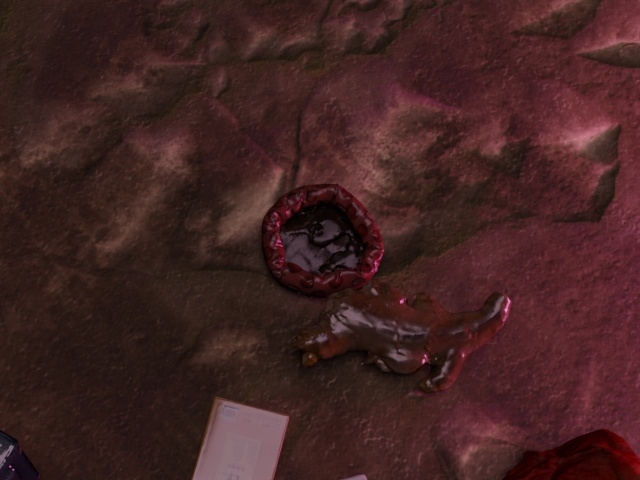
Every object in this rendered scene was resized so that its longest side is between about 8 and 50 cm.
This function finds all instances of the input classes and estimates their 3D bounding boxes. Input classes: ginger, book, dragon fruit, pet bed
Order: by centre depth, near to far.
[{"bbox_3d":[0.346,0.459,1.569,0.330,0.302,0.240,-29,105,1],"label":"dragon fruit"},{"bbox_3d":[-0.123,0.326,1.648,0.118,0.012,0.172,15,67,1],"label":"book"},{"bbox_3d":[0.123,0.146,1.712,0.333,0.080,0.166,7,83,-10],"label":"ginger"},{"bbox_3d":[0.000,0.000,1.769,0.201,0.053,0.201,1,64,-1],"label":"pet bed"}]

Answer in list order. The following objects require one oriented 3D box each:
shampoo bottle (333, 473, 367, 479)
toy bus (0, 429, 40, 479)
[{"bbox_3d":[0.021,0.382,1.622,0.099,0.043,0.072,-6,76,-7],"label":"shampoo bottle"},{"bbox_3d":[-0.478,0.308,1.482,0.167,0.275,0.138,29,68,5],"label":"toy bus"}]
